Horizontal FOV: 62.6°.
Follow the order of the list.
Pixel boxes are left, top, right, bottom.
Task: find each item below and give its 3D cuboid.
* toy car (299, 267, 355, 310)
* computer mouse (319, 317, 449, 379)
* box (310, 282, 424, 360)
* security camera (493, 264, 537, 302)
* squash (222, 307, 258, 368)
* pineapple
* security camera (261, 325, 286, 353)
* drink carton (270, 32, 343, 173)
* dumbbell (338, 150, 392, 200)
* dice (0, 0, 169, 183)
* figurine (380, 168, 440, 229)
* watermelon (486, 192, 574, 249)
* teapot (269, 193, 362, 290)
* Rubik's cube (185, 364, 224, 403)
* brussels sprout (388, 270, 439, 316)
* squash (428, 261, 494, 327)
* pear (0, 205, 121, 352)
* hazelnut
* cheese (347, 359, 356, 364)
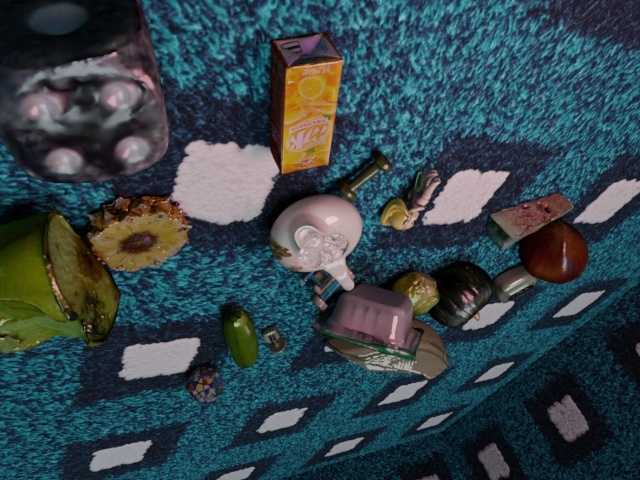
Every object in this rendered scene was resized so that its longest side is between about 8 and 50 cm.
[{"bbox_3d":[0.019,0.104,1.358,0.126,0.098,0.161,-45,172,1],"label":"toy car"},{"bbox_3d":[0.210,0.290,1.575,0.428,0.228,0.146,11,110,-21],"label":"computer mouse"},{"bbox_3d":[0.143,0.190,1.369,0.336,0.264,0.106,-14,119,-75],"label":"box"},{"bbox_3d":[0.747,0.114,1.845,0.301,0.080,0.157,-32,146,5],"label":"security camera"},{"bbox_3d":[-0.212,0.259,1.406,0.082,0.082,0.292,-17,145,-12],"label":"squash"},{"bbox_3d":[-0.345,-0.005,0.980,0.221,0.047,0.221,-17,147,-11],"label":"pineapple"},{"bbox_3d":[-0.138,0.286,1.528,0.058,0.058,0.092,-26,139,2],"label":"security camera"},{"bbox_3d":[-0.029,-0.217,0.868,0.096,0.071,0.223,-15,147,-16],"label":"drink carton"},{"bbox_3d":[0.091,-0.132,1.083,0.118,0.052,0.046,-38,121,19],"label":"dumbbell"},{"bbox_3d":[-0.288,-0.188,0.635,0.182,0.181,0.183,-12,146,-16],"label":"dice"},{"bbox_3d":[0.207,-0.090,1.209,0.083,0.083,0.187,-2,147,-31],"label":"figurine"},{"bbox_3d":[0.603,-0.057,1.511,0.241,0.094,0.154,-28,155,-1],"label":"watermelon"},{"bbox_3d":[0.000,0.000,1.130,0.204,0.139,0.298,-34,146,10],"label":"teapot"},{"bbox_3d":[-0.338,0.420,1.539,0.111,0.111,0.093,-6,115,-27],"label":"Rubik's cube"},{"bbox_3d":[0.264,0.155,1.541,0.155,0.117,0.155,-10,123,-16],"label":"brussels sprout"},{"bbox_3d":[0.424,0.166,1.610,0.218,0.172,0.218,-27,145,-21],"label":"squash"},{"bbox_3d":[-0.505,0.085,0.877,0.255,0.164,0.238,-9,141,3],"label":"pear"},{"bbox_3d":[0.709,0.021,1.591,0.208,0.208,0.208,-17,146,-12],"label":"hazelnut"},{"bbox_3d":[0.163,0.334,1.757,0.204,0.083,0.320,-33,136,6],"label":"cheese"}]
